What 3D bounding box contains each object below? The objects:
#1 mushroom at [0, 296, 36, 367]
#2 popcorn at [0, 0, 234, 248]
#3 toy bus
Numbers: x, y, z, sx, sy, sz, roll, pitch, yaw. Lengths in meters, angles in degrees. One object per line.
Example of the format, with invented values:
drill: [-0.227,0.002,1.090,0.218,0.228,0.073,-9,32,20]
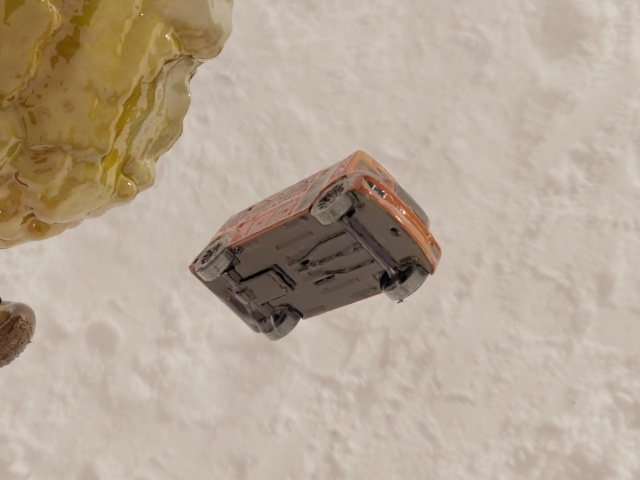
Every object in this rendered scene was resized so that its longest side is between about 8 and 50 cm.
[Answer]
mushroom: [-0.445,0.127,1.388,0.085,0.126,0.109,15,90,-37]
popcorn: [-0.268,-0.192,0.799,0.344,0.354,0.390,-24,119,33]
toy bus: [0.000,0.000,1.169,0.143,0.329,0.153,45,50,-19]
